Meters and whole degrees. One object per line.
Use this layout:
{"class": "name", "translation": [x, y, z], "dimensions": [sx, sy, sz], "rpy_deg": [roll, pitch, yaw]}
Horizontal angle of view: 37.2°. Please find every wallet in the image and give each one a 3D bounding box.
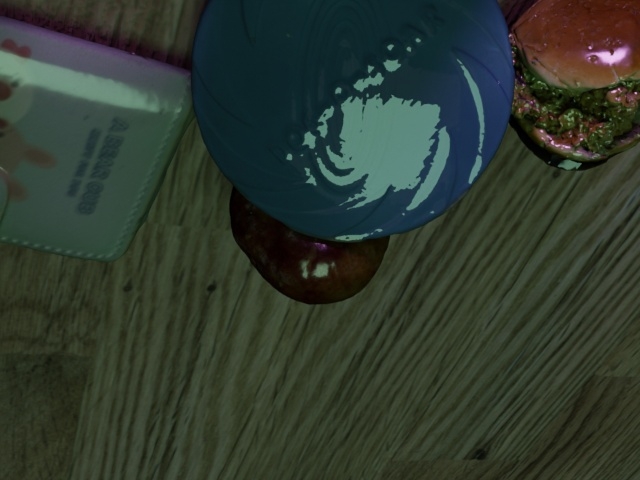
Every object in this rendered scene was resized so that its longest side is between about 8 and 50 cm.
{"class": "wallet", "translation": [-0.312, -0.097, 0.869], "dimensions": [0.360, 0.083, 0.252], "rpy_deg": [13, 127, -26]}

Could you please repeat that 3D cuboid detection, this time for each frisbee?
{"class": "frisbee", "translation": [0.027, -0.134, 0.826], "dimensions": [0.289, 0.049, 0.289], "rpy_deg": [1, 106, 3]}

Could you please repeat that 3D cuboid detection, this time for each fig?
{"class": "fig", "translation": [0.002, -0.001, 1.021], "dimensions": [0.145, 0.170, 0.274], "rpy_deg": [-47, 162, -3]}

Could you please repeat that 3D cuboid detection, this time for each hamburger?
{"class": "hamburger", "translation": [0.236, -0.158, 0.884], "dimensions": [0.185, 0.159, 0.131], "rpy_deg": [-24, 146, -18]}
